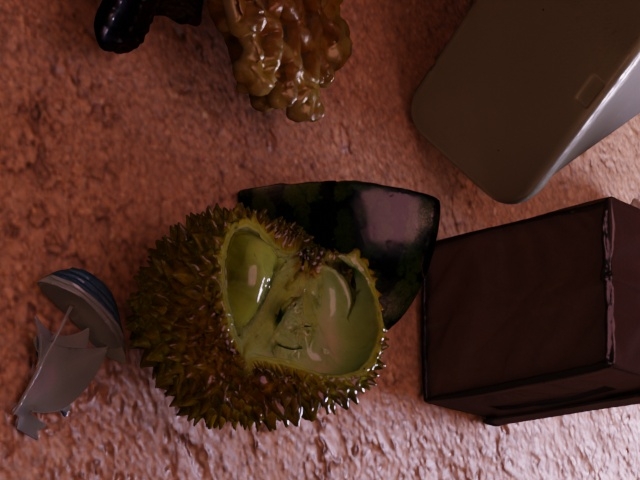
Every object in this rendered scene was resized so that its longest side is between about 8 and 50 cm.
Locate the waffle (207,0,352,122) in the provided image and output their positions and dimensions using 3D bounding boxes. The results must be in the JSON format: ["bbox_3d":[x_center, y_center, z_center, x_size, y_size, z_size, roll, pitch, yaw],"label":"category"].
[{"bbox_3d":[-0.041,-0.272,1.734,0.302,0.068,0.325,-40,124,-65],"label":"waffle"}]

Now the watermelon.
[{"bbox_3d":[0.005,0.008,1.738,0.145,0.137,0.193,22,106,-47],"label":"watermelon"}]

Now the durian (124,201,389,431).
[{"bbox_3d":[-0.061,0.066,1.584,0.237,0.176,0.200,7,79,-45],"label":"durian"}]

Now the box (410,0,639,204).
[{"bbox_3d":[0.308,-0.251,1.984,0.177,0.352,0.344,42,36,12],"label":"box"}]

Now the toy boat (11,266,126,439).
[{"bbox_3d":[-0.202,0.096,1.515,0.105,0.034,0.149,24,62,-44],"label":"toy boat"}]

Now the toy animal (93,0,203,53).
[{"bbox_3d":[-0.149,-0.252,1.609,0.179,0.116,0.218,28,53,-43],"label":"toy animal"}]

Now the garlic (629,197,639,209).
[{"bbox_3d":[0.454,0.032,2.255,0.212,0.218,0.218,44,34,21],"label":"garlic"}]

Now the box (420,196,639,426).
[{"bbox_3d":[0.241,0.079,1.887,0.153,0.252,0.188,18,68,-46],"label":"box"}]
